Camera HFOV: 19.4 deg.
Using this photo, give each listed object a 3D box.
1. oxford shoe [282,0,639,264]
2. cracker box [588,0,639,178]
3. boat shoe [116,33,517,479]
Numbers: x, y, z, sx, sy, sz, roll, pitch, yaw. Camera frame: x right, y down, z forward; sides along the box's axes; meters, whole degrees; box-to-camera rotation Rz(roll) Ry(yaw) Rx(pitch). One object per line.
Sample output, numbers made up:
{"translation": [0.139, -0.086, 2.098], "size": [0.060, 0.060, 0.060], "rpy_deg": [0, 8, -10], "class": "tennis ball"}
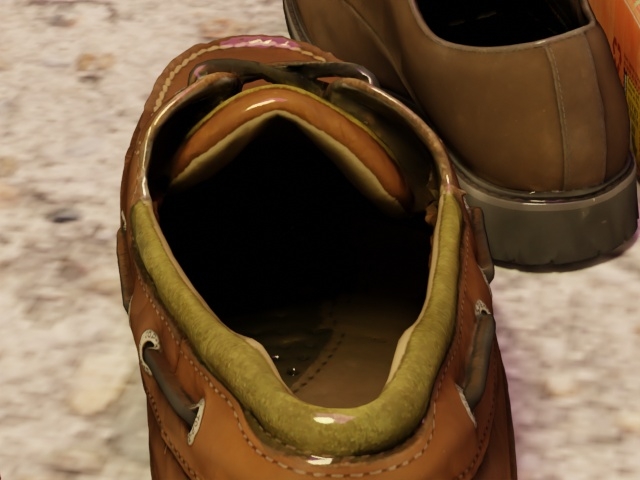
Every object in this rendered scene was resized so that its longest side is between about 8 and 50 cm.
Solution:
{"translation": [0.046, -0.085, 0.656], "size": [0.082, 0.096, 0.227], "rpy_deg": [-16, 31, -17], "class": "oxford shoe"}
{"translation": [0.211, -0.090, 0.672], "size": [0.232, 0.067, 0.156], "rpy_deg": [-7, 32, -3], "class": "cracker box"}
{"translation": [0.000, 0.000, 0.506], "size": [0.110, 0.104, 0.307], "rpy_deg": [-8, 31, -7], "class": "boat shoe"}
